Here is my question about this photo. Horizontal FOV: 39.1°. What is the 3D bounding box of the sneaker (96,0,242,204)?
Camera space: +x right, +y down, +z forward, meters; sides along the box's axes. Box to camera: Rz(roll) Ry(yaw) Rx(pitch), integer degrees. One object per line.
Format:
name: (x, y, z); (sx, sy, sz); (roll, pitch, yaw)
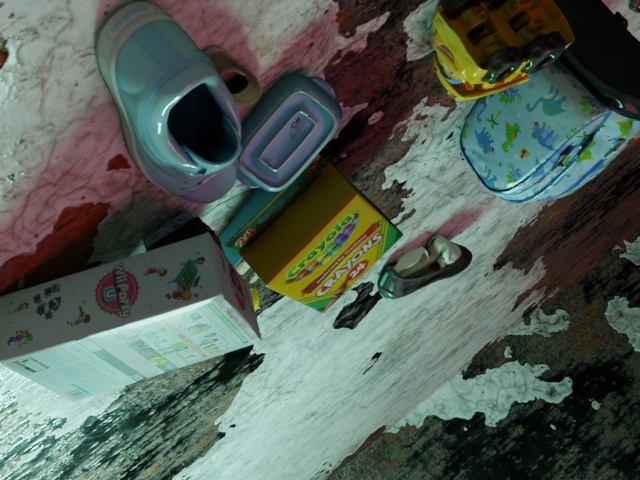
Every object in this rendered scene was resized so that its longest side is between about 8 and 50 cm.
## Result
sneaker: (-0.155, -0.116, 1.084); (0.135, 0.150, 0.366); (-38, 156, -7)

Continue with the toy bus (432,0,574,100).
toy bus: (0.254, -0.296, 1.439); (0.220, 0.149, 0.211); (-23, 166, -31)

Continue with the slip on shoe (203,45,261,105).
slip on shoe: (-0.108, -0.200, 1.147); (0.051, 0.041, 0.135); (-43, 156, 2)

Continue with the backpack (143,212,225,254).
backpack: (-0.196, 0.020, 1.325); (0.105, 0.084, 0.114); (-35, 151, -5)

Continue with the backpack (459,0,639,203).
backpack: (0.423, -0.227, 1.655); (0.273, 0.290, 0.355); (-20, 156, -24)

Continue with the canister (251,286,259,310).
canister: (-0.200, 0.126, 1.513); (0.170, 0.073, 0.126); (-10, 140, -48)

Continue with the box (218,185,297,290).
box: (-0.083, -0.028, 1.447); (0.244, 0.060, 0.100); (-50, 154, 16)

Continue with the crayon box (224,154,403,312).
crayon box: (0.000, 0.000, 1.444); (0.202, 0.081, 0.318); (-45, 156, 6)

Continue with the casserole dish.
casserole dish: (-0.048, -0.145, 1.259); (0.114, 0.037, 0.188); (36, 102, -26)

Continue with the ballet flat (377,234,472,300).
ballet flat: (0.249, 0.051, 2.042); (0.280, 0.095, 0.096); (-25, 139, -33)

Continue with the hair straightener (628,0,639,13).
hair straightener: (0.649, -0.512, 1.755); (0.089, 0.047, 0.230); (-42, 156, 0)

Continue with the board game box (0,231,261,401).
board game box: (-0.257, 0.114, 1.249); (0.303, 0.098, 0.224); (-17, 156, 3)
